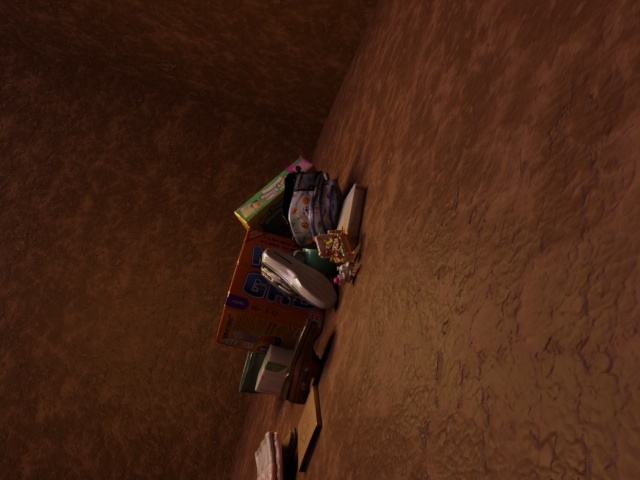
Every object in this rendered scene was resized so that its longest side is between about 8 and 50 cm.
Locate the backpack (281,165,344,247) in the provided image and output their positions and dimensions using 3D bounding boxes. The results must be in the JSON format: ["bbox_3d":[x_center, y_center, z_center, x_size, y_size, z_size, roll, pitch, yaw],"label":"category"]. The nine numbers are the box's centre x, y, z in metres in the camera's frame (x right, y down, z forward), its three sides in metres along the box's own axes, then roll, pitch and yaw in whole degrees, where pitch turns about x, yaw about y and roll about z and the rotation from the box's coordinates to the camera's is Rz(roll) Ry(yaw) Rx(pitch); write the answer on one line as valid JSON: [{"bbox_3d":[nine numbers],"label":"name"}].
[{"bbox_3d":[-0.020,-0.106,1.821,0.276,0.213,0.263,61,-140,-47],"label":"backpack"}]

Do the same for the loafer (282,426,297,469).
[{"bbox_3d":[-0.114,0.694,1.586,0.056,0.050,0.147,-159,83,-79],"label":"loafer"}]

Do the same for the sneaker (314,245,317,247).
[{"bbox_3d":[0.000,0.000,2.126,0.078,0.067,0.188,130,153,-57],"label":"sneaker"}]

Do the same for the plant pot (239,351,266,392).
[{"bbox_3d":[-0.237,0.566,2.166,0.293,0.197,0.292,-163,90,-82],"label":"plant pot"}]

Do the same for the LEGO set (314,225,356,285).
[{"bbox_3d":[0.020,0.019,1.515,0.287,0.107,0.132,-123,36,-58],"label":"LEGO set"}]

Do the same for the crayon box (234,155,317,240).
[{"bbox_3d":[-0.135,-0.120,2.002,0.363,0.106,0.313,-42,-41,-12],"label":"crayon box"}]

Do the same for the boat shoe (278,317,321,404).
[{"bbox_3d":[-0.045,0.395,1.544,0.110,0.105,0.306,-70,-3,-68],"label":"boat shoe"}]

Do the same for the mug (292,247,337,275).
[{"bbox_3d":[-0.016,0.078,1.754,0.129,0.158,0.097,-11,-75,-79],"label":"mug"}]

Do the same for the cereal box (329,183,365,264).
[{"bbox_3d":[0.095,-0.055,1.649,0.173,0.048,0.239,122,163,-61],"label":"cereal box"}]

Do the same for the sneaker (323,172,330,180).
[{"bbox_3d":[0.015,-0.210,2.420,0.099,0.153,0.281,-105,1,-70],"label":"sneaker"}]

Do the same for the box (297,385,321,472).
[{"bbox_3d":[-0.036,0.558,1.425,0.201,0.021,0.164,-102,29,-75],"label":"box"}]

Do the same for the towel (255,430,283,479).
[{"bbox_3d":[-0.175,0.818,1.547,0.331,0.054,0.316,113,157,-53],"label":"towel"}]

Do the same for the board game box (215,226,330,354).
[{"bbox_3d":[-0.186,0.228,1.901,0.356,0.357,0.356,117,166,-53],"label":"board game box"}]

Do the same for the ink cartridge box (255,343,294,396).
[{"bbox_3d":[-0.153,0.512,1.840,0.093,0.155,0.212,-84,12,-51],"label":"ink cartridge box"}]

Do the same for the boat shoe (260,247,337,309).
[{"bbox_3d":[-0.079,0.151,1.660,0.121,0.335,0.119,-18,-46,-45],"label":"boat shoe"}]
